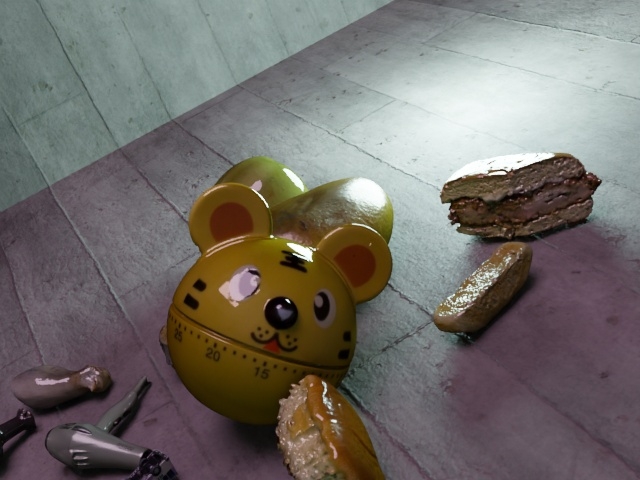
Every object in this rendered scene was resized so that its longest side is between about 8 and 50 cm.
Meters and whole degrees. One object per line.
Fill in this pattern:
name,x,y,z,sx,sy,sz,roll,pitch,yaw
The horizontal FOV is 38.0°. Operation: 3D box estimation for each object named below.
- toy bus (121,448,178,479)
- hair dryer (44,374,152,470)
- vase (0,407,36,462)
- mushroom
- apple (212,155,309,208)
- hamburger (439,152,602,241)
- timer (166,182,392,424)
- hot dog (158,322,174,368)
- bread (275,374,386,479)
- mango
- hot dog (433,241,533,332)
toy bus,-0.304,0.427,1.645,0.052,0.058,0.102,12,49,47
hair dryer,-0.372,0.364,1.807,0.229,0.092,0.267,17,38,41
vase,-0.674,0.409,1.919,0.120,0.120,0.183,4,24,41
mushroom,-0.566,0.309,2.019,0.225,0.093,0.116,-15,8,27
apple,-0.147,-0.065,2.205,0.279,0.279,0.279,-19,28,10
hamburger,0.401,-0.098,1.919,0.282,0.155,0.245,-22,20,-6
timer,-0.090,0.118,1.648,0.376,0.376,0.387,31,102,57
hot dog,-0.222,0.184,1.984,0.270,0.082,0.162,-29,36,-25
bread,0.019,0.329,1.452,0.121,0.174,0.245,-43,27,7
mango,0.000,0.000,1.994,0.301,0.220,0.445,-3,24,33
hot dog,0.309,0.096,1.726,0.242,0.073,0.084,-42,28,-25
